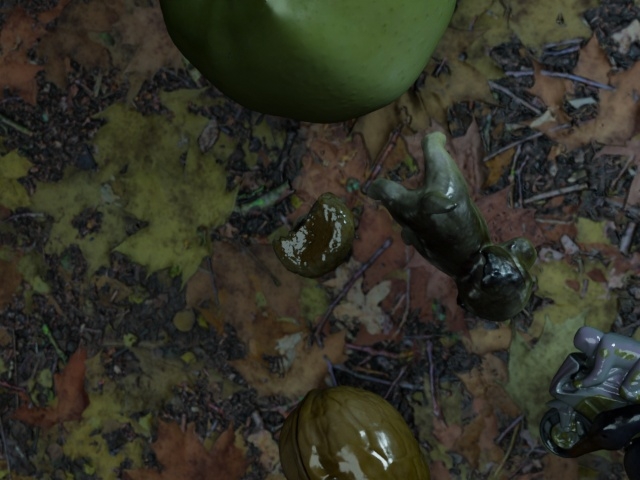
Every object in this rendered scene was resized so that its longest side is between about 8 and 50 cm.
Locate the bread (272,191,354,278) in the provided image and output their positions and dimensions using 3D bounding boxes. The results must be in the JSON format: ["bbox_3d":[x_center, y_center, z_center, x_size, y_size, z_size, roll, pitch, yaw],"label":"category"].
[{"bbox_3d":[0.000,0.000,1.404,0.113,0.060,0.082,-40,79,16],"label":"bread"}]

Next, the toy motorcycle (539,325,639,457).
[{"bbox_3d":[0.349,0.166,1.290,0.225,0.073,0.152,-17,94,25],"label":"toy motorcycle"}]

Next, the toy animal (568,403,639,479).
[{"bbox_3d":[0.415,0.293,1.227,0.298,0.122,0.185,31,120,7],"label":"toy animal"}]

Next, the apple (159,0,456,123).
[{"bbox_3d":[-0.021,-0.307,1.270,0.357,0.357,0.357,0,91,17],"label":"apple"}]

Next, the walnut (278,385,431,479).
[{"bbox_3d":[0.041,0.270,1.347,0.167,0.167,0.207,-37,79,15],"label":"walnut"}]

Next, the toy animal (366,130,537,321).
[{"bbox_3d":[0.161,-0.012,1.302,0.121,0.233,0.169,-38,40,4],"label":"toy animal"}]
